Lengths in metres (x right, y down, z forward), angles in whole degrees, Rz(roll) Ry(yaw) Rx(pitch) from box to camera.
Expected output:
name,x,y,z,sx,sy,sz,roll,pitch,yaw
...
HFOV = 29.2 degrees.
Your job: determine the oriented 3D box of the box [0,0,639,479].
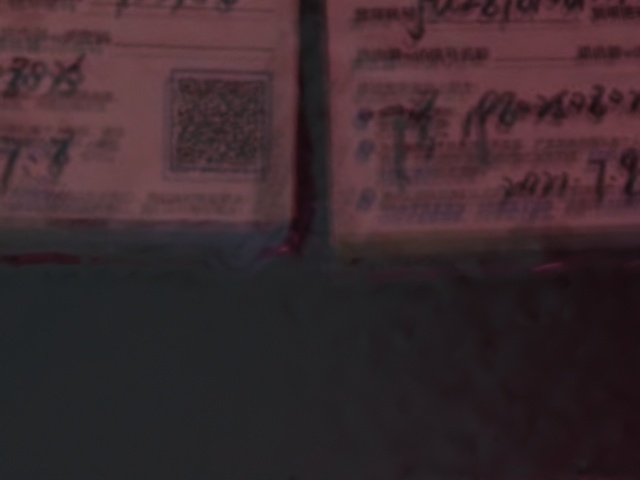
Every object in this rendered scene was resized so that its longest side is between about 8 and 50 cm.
name,x,y,z,sx,sy,sz,roll,pitch,yaw
box,0.000,0.000,0.355,0.350,0.058,0.211,1,88,-6
